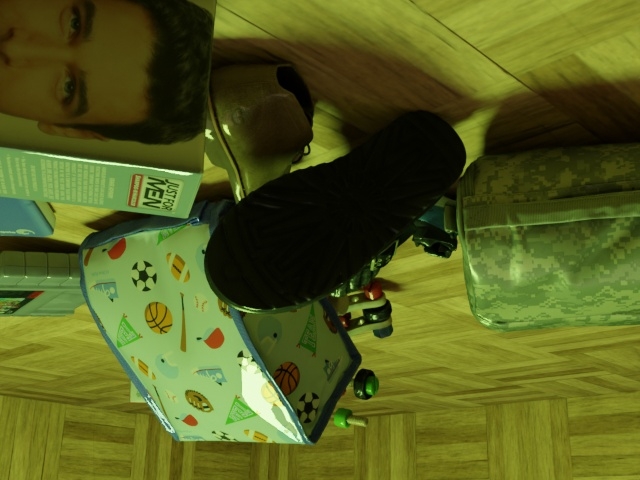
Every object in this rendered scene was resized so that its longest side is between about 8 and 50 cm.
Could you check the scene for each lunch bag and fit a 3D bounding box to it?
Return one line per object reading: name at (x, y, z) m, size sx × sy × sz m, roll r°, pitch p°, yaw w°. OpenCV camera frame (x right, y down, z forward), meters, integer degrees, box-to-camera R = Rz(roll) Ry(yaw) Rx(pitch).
lunch bag at (-0.169, 0.116, 1.290) m, size 0.327 × 0.239 × 0.386 m, roll -12°, pitch 120°, yaw 36°
lunch bag at (0.311, -0.010, 0.958) m, size 0.304 × 0.213 × 0.256 m, roll -4°, pitch 168°, yaw 15°

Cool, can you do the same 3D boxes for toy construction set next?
toy construction set at (-0.028, 0.154, 1.510) m, size 0.237 × 0.258 × 0.309 m, roll 4°, pitch 144°, yaw 31°

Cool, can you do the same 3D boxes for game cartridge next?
game cartridge at (-0.528, 0.091, 1.502) m, size 0.230 × 0.068 × 0.355 m, roll -2°, pitch 166°, yaw -37°

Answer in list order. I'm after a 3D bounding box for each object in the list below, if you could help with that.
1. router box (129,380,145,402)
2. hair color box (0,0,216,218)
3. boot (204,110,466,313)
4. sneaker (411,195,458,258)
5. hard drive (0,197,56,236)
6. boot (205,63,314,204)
router box at (-0.174, 0.299, 1.705) m, size 0.335 × 0.082 × 0.301 m, roll -4°, pitch 170°, yaw 22°
hair color box at (-0.284, -0.142, 0.682) m, size 0.374 × 0.186 × 0.113 m, roll 7°, pitch 159°, yaw -15°
boot at (0.003, 0.003, 0.967) m, size 0.347 × 0.131 × 0.260 m, roll -29°, pitch 171°, yaw -25°
sneaker at (0.178, -0.015, 1.134) m, size 0.058 × 0.085 × 0.152 m, roll 1°, pitch 174°, yaw 39°
hard drive at (-0.498, -0.080, 1.088) m, size 0.210 × 0.040 × 0.319 m, roll 2°, pitch 160°, yaw -4°
boot at (-0.052, -0.098, 0.929) m, size 0.115 × 0.112 × 0.305 m, roll -12°, pitch 157°, yaw 6°
